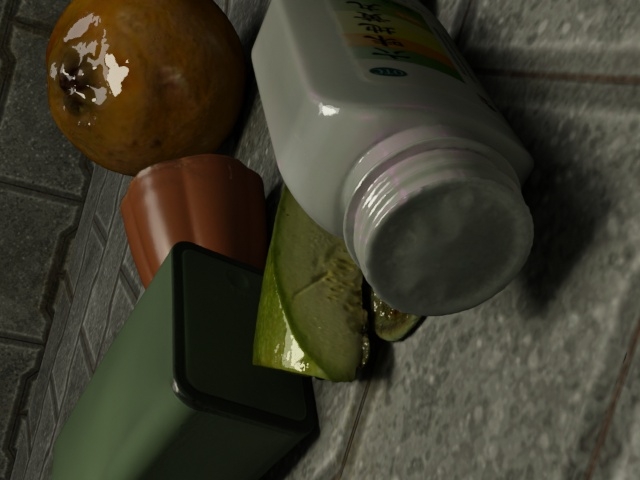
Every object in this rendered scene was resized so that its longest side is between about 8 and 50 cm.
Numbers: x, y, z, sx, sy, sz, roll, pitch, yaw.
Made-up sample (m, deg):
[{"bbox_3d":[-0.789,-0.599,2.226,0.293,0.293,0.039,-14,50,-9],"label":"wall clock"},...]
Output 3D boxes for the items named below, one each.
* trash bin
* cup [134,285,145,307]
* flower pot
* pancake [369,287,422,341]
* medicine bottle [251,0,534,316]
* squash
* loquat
[{"bbox_3d":[-0.175,0.202,1.005,0.343,0.158,0.223,-49,32,29],"label":"trash bin"},{"bbox_3d":[-0.276,0.127,1.523,0.104,0.074,0.116,61,-136,-79],"label":"cup"},{"bbox_3d":[-0.149,0.011,1.140,0.190,0.190,0.173,-53,42,45],"label":"flower pot"},{"bbox_3d":[0.069,0.034,0.784,0.108,0.017,0.108,-41,41,50],"label":"pancake"},{"bbox_3d":[0.052,-0.087,0.680,0.324,0.179,0.124,-104,34,-51],"label":"medicine bottle"},{"bbox_3d":[0.000,0.000,0.844,0.169,0.093,0.252,153,129,-76],"label":"squash"},{"bbox_3d":[-0.272,-0.255,1.413,0.328,0.328,0.328,-166,90,-69],"label":"loquat"}]
